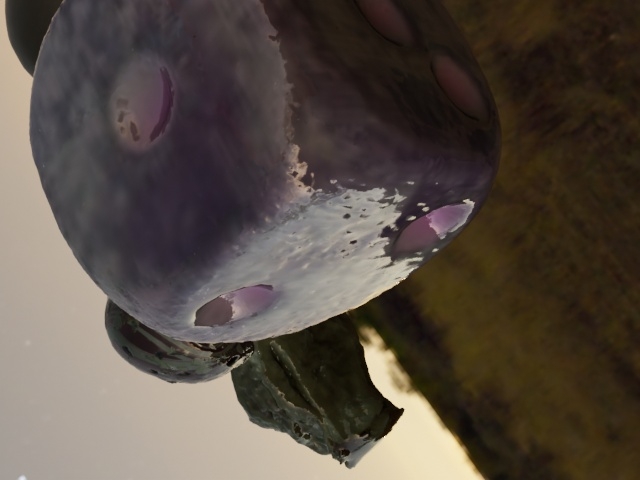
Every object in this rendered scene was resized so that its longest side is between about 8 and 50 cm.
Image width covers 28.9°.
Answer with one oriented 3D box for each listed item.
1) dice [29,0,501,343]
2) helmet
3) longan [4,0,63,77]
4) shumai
[{"bbox_3d":[-0.042,-0.091,0.978,0.271,0.270,0.270,2,-124,-51],"label":"dice"},{"bbox_3d":[-0.174,0.103,1.397,0.177,0.107,0.153,40,154,8],"label":"helmet"},{"bbox_3d":[-0.241,-0.282,1.459,0.258,0.258,0.258,54,-179,-1],"label":"longan"},{"bbox_3d":[0.004,0.205,1.889,0.222,0.225,0.261,14,150,46],"label":"shumai"}]
